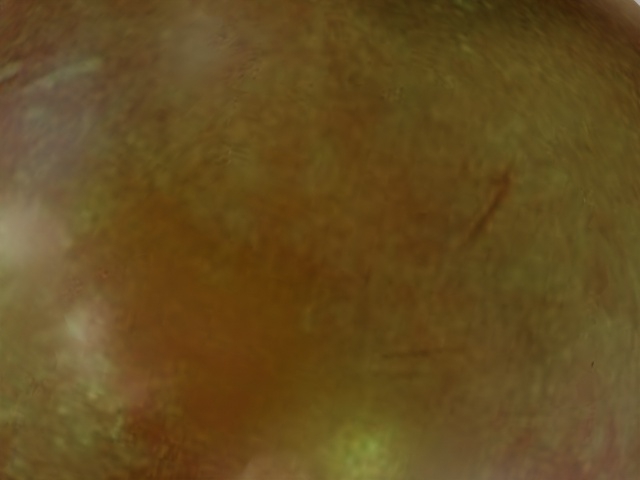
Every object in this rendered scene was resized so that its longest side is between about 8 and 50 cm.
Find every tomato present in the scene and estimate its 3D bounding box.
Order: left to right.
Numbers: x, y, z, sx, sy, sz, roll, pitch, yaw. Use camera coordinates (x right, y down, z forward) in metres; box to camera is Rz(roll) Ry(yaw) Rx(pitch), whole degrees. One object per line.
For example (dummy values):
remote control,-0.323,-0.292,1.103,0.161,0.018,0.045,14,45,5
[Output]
tomato,0.000,0.000,0.477,0.270,0.223,0.270,11,-153,-6
